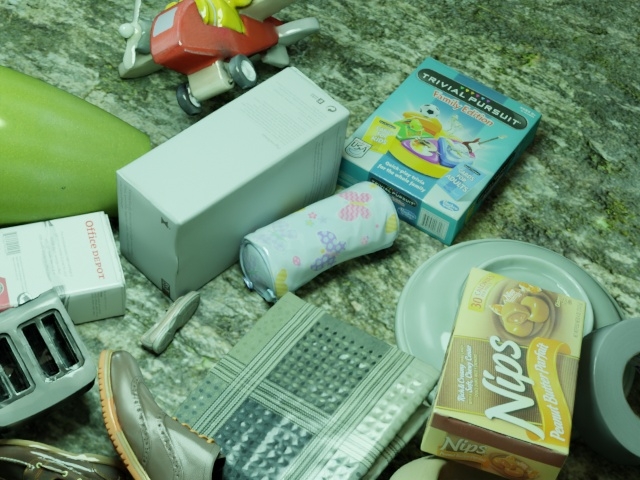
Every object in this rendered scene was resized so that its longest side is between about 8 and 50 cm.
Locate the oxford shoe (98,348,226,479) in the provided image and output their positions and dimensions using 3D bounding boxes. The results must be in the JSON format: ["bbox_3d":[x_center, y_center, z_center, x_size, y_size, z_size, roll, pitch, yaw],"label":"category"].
[{"bbox_3d":[-0.205,0.297,1.498,0.133,0.130,0.363,-26,67,-4],"label":"oxford shoe"}]

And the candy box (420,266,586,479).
[{"bbox_3d":[0.266,0.186,1.530,0.183,0.087,0.316,17,40,6],"label":"candy box"}]

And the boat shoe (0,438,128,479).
[{"bbox_3d":[-0.374,0.329,1.498,0.207,0.073,0.073,9,49,0],"label":"boat shoe"}]

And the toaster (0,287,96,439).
[{"bbox_3d":[-0.423,0.179,1.541,0.168,0.110,0.185,-27,85,-20],"label":"toaster"}]

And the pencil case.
[{"bbox_3d":[0.000,0.000,1.792,0.273,0.113,0.124,-27,70,-26],"label":"pencil case"}]

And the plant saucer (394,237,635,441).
[{"bbox_3d":[0.322,0.133,1.737,0.401,0.100,0.400,3,51,-4],"label":"plant saucer"}]

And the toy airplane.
[{"bbox_3d":[-0.171,-0.407,1.934,0.386,0.384,0.272,-30,100,-16],"label":"toy airplane"}]

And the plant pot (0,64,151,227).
[{"bbox_3d":[-0.437,-0.136,1.770,0.294,0.274,0.274,9,49,-21],"label":"plant pot"}]

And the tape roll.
[{"bbox_3d":[0.480,0.230,1.637,0.219,0.072,0.219,8,72,-25],"label":"tape roll"}]

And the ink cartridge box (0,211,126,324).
[{"bbox_3d":[-0.428,0.053,1.703,0.218,0.092,0.158,-12,54,-15],"label":"ink cartridge box"}]

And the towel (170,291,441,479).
[{"bbox_3d":[-0.024,0.248,1.582,0.312,0.056,0.324,26,58,30],"label":"towel"}]

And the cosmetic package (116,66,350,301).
[{"bbox_3d":[-0.143,-0.096,1.787,0.385,0.217,0.156,-34,63,-32],"label":"cosmetic package"}]

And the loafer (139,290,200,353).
[{"bbox_3d":[-0.238,0.122,1.706,0.039,0.045,0.125,22,54,19],"label":"loafer"}]

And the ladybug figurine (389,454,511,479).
[{"bbox_3d":[0.212,0.404,1.356,0.305,0.161,0.449,18,8,12],"label":"ladybug figurine"}]

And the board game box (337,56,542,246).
[{"bbox_3d":[0.216,-0.174,1.985,0.254,0.079,0.336,30,54,16],"label":"board game box"}]
